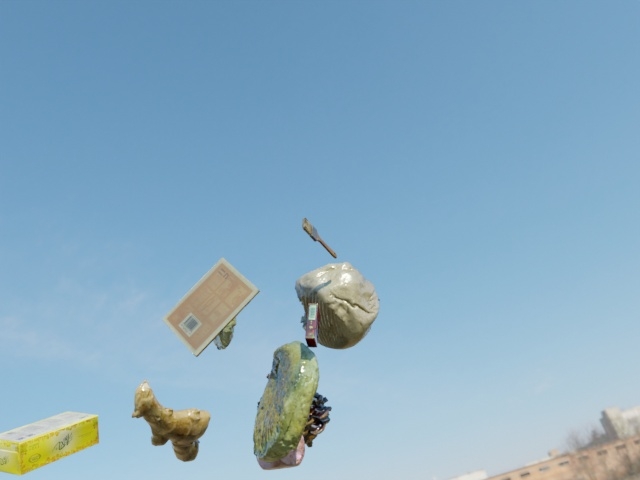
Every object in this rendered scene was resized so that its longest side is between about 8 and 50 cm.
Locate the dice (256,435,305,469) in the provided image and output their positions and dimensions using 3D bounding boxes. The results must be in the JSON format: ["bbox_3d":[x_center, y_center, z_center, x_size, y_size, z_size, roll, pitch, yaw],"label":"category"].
[{"bbox_3d":[-0.099,0.510,1.359,0.091,0.093,0.094,16,-32,-41],"label":"dice"}]

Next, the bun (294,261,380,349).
[{"bbox_3d":[0.064,0.195,1.735,0.205,0.281,0.282,-42,-14,-33],"label":"bun"}]

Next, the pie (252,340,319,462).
[{"bbox_3d":[-0.079,0.359,1.248,0.078,0.277,0.277,17,-39,-15],"label":"pie"}]

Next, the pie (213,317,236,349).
[{"bbox_3d":[-0.383,0.272,2.102,0.071,0.307,0.306,3,-34,-22],"label":"pie"}]

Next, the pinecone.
[{"bbox_3d":[-0.097,0.560,1.806,0.257,0.243,0.243,38,-50,-12],"label":"pinecone"}]

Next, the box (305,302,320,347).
[{"bbox_3d":[-0.017,0.183,1.193,0.023,0.082,0.051,0,-32,8],"label":"box"}]

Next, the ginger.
[{"bbox_3d":[-0.373,0.468,1.413,0.147,0.081,0.334,-32,-45,-1],"label":"ginger"}]

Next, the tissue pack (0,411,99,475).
[{"bbox_3d":[-0.532,0.389,1.075,0.095,0.062,0.176,-4,-2,26],"label":"tissue pack"}]

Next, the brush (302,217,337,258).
[{"bbox_3d":[0.000,0.000,1.547,0.014,0.043,0.170,-24,-48,25],"label":"brush"}]

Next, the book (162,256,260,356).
[{"bbox_3d":[-0.303,0.179,1.527,0.242,0.170,0.018,-46,-31,-11],"label":"book"}]
